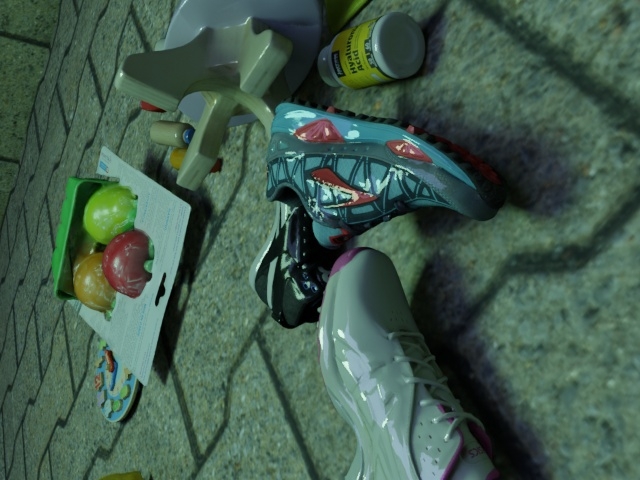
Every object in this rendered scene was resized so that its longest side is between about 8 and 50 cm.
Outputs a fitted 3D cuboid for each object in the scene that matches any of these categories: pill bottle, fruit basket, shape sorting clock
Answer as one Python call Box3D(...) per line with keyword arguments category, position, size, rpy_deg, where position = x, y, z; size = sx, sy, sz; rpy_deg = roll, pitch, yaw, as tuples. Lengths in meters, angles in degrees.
Box3D(category="pill bottle", position=(0.048, -0.193, 0.690), size=(0.116, 0.065, 0.065), rpy_deg=(3, 86, 57))
Box3D(category="fruit basket", position=(-0.347, 0.031, 1.187), size=(0.353, 0.165, 0.327), rpy_deg=(27, 107, 38))
Box3D(category="shape sorting clock", position=(-0.394, 0.245, 1.275), size=(0.206, 0.040, 0.206), rpy_deg=(-15, 72, 54))

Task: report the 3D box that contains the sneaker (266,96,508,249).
Box3D(category="sneaker", position=(0.047, -0.044, 0.601), size=(0.262, 0.104, 0.125), rpy_deg=(24, 98, 44))

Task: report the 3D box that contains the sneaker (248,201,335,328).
Box3D(category="sneaker", position=(0.000, 0.000, 0.724), size=(0.121, 0.079, 0.217), rpy_deg=(45, 125, 41))

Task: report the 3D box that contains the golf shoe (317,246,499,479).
Box3D(category="golf shoe", position=(0.082, 0.147, 0.553), size=(0.140, 0.115, 0.306), rpy_deg=(-20, 73, 41))

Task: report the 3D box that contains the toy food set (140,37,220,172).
Box3D(category="toy food set", position=(-0.202, -0.223, 1.030), size=(0.104, 0.111, 0.232), rpy_deg=(15, 96, 44))

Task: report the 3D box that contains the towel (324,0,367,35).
Box3D(category="towel", position=(0.071, -0.334, 0.722), size=(0.237, 0.021, 0.102), rpy_deg=(-32, 57, 49))

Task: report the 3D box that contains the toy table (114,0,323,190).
Box3D(category="toy table", position=(-0.100, -0.185, 0.779), size=(0.274, 0.252, 0.161), rpy_deg=(121, 158, -51))

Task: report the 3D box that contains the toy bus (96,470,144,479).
Box3D(category="toy bus", position=(-0.342, 0.521, 1.069), size=(0.211, 0.149, 0.220), rpy_deg=(46, 119, 34))
